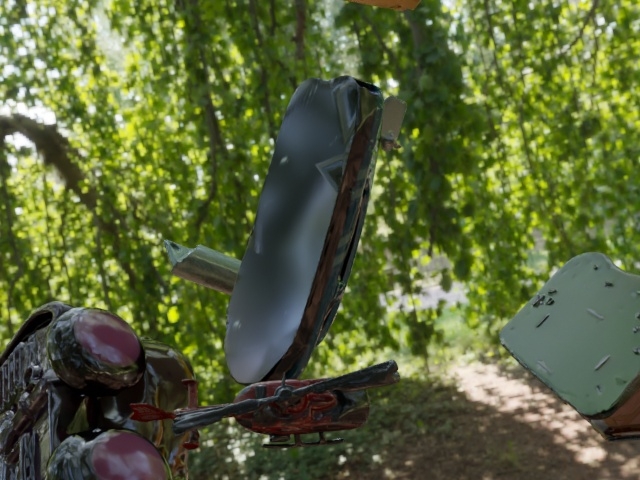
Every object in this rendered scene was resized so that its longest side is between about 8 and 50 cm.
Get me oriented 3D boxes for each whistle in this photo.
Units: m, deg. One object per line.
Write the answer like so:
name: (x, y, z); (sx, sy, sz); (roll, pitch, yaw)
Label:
whistle: (-0.130, 0.065, 1.221); (0.062, 0.062, 0.312); (-14, -27, 36)

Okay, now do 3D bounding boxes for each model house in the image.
model house: (0.413, 0.160, 1.037); (0.207, 0.154, 0.294); (-46, 17, 3)

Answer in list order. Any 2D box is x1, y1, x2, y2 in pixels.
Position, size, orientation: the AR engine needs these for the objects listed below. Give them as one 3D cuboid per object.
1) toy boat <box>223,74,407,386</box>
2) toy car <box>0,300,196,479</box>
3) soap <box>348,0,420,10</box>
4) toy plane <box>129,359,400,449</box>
toy boat: (0.000, 0.000, 0.704); (0.092, 0.299, 0.134); (16, 1, -37)
toy car: (-0.160, 0.224, 0.600); (0.240, 0.341, 0.271); (23, -60, -37)
soap: (0.070, -0.542, 1.420); (0.324, 0.096, 0.204); (5, -14, -14)
toy plane: (-0.030, 0.091, 0.405); (0.145, 0.037, 0.060); (-4, -24, -4)
